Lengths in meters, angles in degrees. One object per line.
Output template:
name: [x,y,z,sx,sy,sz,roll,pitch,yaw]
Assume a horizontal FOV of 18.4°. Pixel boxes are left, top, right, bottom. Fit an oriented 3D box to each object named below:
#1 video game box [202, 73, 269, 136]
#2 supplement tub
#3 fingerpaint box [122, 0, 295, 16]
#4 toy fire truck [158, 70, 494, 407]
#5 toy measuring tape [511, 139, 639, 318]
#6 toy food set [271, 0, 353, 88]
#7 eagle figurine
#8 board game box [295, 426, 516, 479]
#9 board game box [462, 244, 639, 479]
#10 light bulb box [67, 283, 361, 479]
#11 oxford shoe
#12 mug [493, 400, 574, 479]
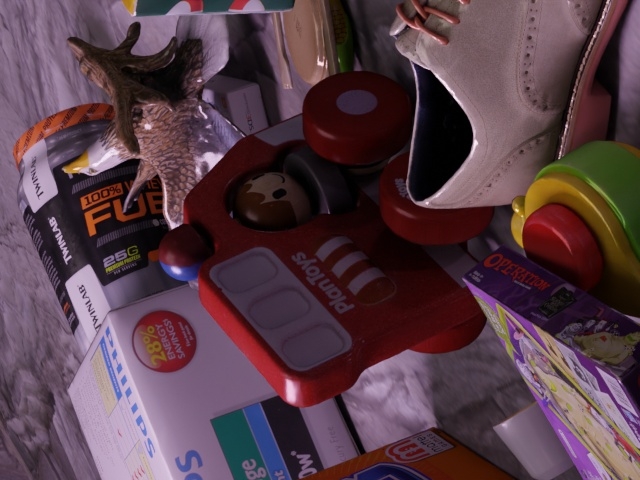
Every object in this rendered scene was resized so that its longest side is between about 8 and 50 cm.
video game box: [-0.104,-0.095,2.250,0.205,0.048,0.187,20,124,65]
supplement tub: [-0.271,-0.007,2.551,0.316,0.193,0.193,64,159,16]
fingerpaint box: [-0.126,-0.465,1.652,0.445,0.163,0.371,57,141,40]
toy fire truck: [0.000,0.000,1.739,0.302,0.254,0.169,46,149,38]
toy measuring tape: [0.236,-0.006,1.360,0.330,0.121,0.121,13,121,57]
toy food set: [-0.002,-0.204,1.909,0.192,0.038,0.132,-161,62,-72]
eagle figurine: [-0.169,-0.107,2.139,0.298,0.225,0.226,52,-134,-51]
board game box: [0.067,0.441,1.841,0.356,0.356,0.356,28,133,62]
board game box: [0.241,0.170,1.420,0.208,0.056,0.347,28,155,56]
light bulb box: [-0.121,0.258,2.354,0.358,0.225,0.361,67,159,12]
oxford shoe: [0.129,-0.179,1.409,0.140,0.146,0.397,-129,28,-48]
mug: [0.196,0.171,1.714,0.062,0.078,0.064,-35,82,36]
